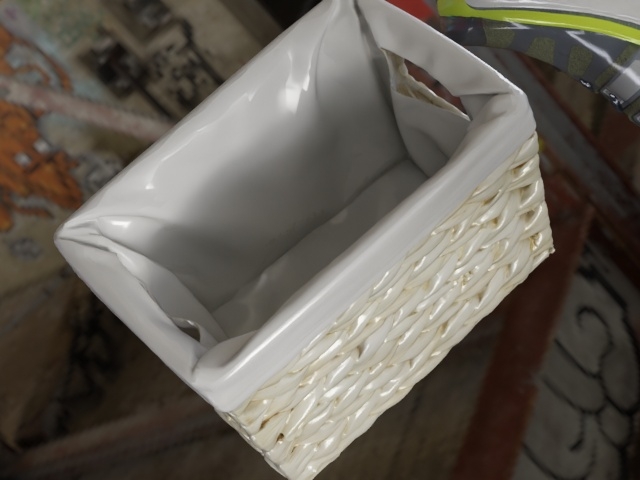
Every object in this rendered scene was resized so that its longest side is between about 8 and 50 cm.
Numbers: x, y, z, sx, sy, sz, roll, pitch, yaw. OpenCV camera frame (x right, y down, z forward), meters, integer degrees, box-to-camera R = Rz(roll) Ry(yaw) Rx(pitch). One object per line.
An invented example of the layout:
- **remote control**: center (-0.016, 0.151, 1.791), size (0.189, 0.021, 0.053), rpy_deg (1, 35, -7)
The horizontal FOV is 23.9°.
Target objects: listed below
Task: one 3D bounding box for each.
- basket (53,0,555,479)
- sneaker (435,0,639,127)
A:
- **basket**: center (0.000, 0.000, 0.609), size (0.167, 0.103, 0.113), rpy_deg (-41, -128, -12)
- **sneaker**: center (0.178, -0.079, 0.736), size (0.111, 0.121, 0.300), rpy_deg (-29, -146, -35)
